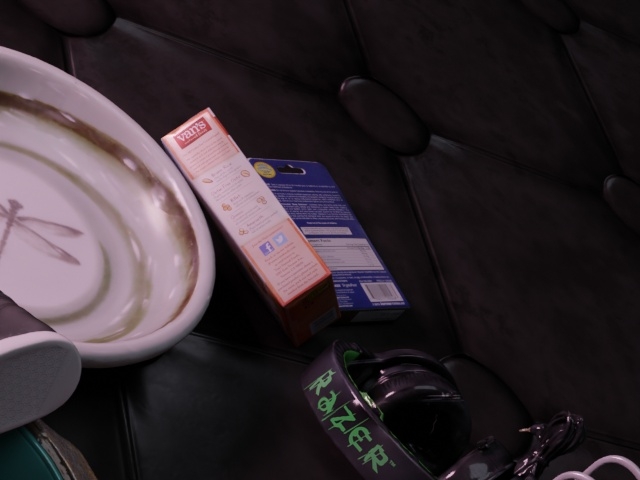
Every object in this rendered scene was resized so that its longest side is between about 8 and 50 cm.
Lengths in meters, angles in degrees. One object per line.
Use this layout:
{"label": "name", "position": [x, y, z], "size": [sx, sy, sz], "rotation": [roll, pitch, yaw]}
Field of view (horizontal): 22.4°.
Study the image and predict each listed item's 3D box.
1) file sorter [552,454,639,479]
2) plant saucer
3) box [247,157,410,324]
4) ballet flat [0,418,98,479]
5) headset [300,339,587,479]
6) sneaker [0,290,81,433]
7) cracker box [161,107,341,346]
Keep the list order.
{"label": "file sorter", "position": [0.184, 0.315, 1.345], "size": [0.278, 0.173, 0.193], "rotation": [-10, 58, -51]}
{"label": "plant saucer", "position": [-0.293, -0.020, 1.554], "size": [0.400, 0.100, 0.400], "rotation": [27, 35, -20]}
{"label": "box", "position": [0.000, 0.000, 1.890], "size": [0.136, 0.036, 0.225], "rotation": [0, 52, -46]}
{"label": "ballet flat", "position": [-0.202, 0.255, 1.347], "size": [0.316, 0.107, 0.106], "rotation": [55, 15, 12]}
{"label": "headset", "position": [0.139, 0.204, 1.634], "size": [0.243, 0.185, 0.394], "rotation": [52, 10, 34]}
{"label": "sneaker", "position": [-0.351, 0.104, 1.268], "size": [0.296, 0.104, 0.147], "rotation": [-13, 31, -32]}
{"label": "cracker box", "position": [-0.072, -0.012, 1.726], "size": [0.232, 0.067, 0.155], "rotation": [53, -8, 18]}
